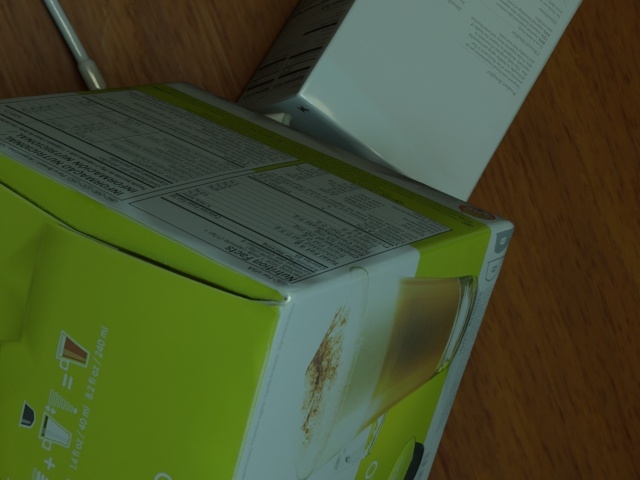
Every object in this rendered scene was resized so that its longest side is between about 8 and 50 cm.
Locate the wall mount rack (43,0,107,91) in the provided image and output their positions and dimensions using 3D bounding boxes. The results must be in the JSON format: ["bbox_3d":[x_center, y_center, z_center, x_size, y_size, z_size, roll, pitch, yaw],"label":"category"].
[{"bbox_3d":[-0.350,-0.234,1.369,0.350,0.130,0.304,-29,133,-18],"label":"wall mount rack"}]

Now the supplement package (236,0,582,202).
[{"bbox_3d":[0.081,-0.181,1.490,0.199,0.198,0.262,35,75,-18],"label":"supplement package"}]

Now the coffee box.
[{"bbox_3d":[-0.111,0.096,1.168,0.334,0.338,0.337,-17,127,-57],"label":"coffee box"}]

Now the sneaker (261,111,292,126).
[{"bbox_3d":[0.000,0.000,1.446,0.330,0.146,0.122,48,41,-40],"label":"sneaker"}]
